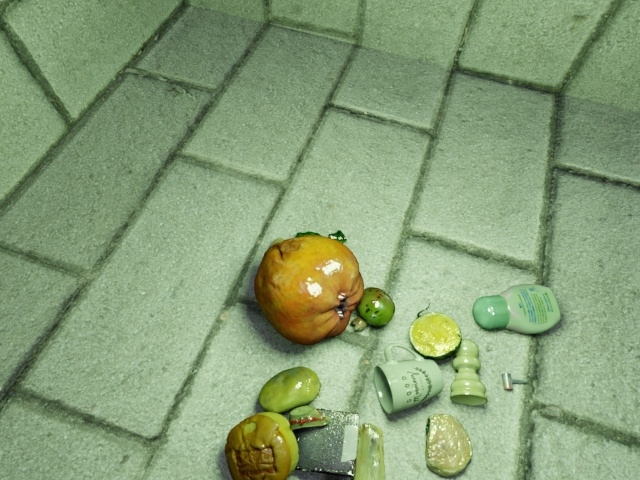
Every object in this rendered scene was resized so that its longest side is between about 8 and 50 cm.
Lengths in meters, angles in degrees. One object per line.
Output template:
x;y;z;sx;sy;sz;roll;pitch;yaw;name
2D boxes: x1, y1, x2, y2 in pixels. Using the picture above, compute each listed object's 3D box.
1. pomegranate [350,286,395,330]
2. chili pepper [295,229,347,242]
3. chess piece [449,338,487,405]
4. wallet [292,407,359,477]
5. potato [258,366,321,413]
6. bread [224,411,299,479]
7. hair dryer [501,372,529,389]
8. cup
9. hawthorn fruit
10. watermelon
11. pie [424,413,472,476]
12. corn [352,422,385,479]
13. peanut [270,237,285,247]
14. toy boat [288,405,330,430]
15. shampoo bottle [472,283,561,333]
0.228;0.303;1.798;0.180;0.210;0.179;20;39;-17;pomegranate
0.000;-0.001;2.002;0.254;0.083;0.099;-4;51;-8;chili pepper
0.602;0.529;1.690;0.145;0.144;0.251;8;54;3;chess piece
0.013;0.757;1.553;0.263;0.071;0.220;-2;55;17;wallet
-0.123;0.593;1.626;0.249;0.169;0.143;-23;106;-11;potato
-0.209;0.761;1.482;0.270;0.148;0.269;-5;78;23;bread
0.814;0.590;1.710;0.115;0.037;0.063;6;62;-6;hair dryer
0.345;0.526;1.632;0.234;0.186;0.257;-11;88;-14;cup
-0.058;0.178;1.695;0.473;0.471;0.470;1;60;-1;hawthorn fruit
0.486;0.411;1.744;0.204;0.127;0.232;-40;44;-11;watermelon
0.492;0.785;1.580;0.185;0.052;0.218;11;59;7;pie
0.175;0.836;1.502;0.123;0.123;0.304;4;60;2;corn
-0.208;0.078;1.951;0.094;0.083;0.193;28;63;-26;peanut
-0.060;0.671;1.549;0.185;0.089;0.071;-14;101;10;toy boat
0.844;0.306;1.804;0.351;0.151;0.221;-5;66;-5;shampoo bottle
